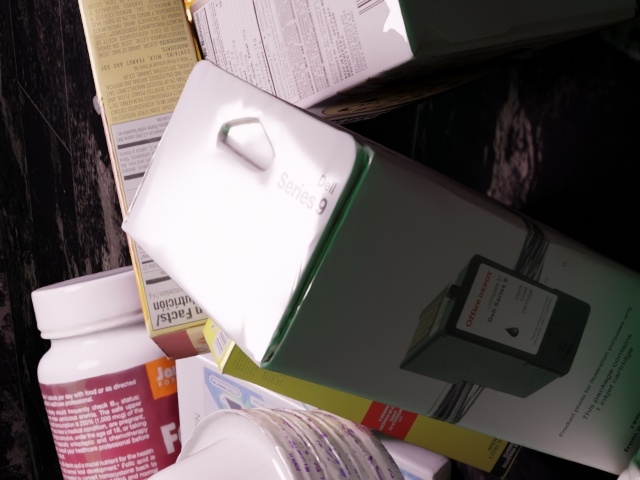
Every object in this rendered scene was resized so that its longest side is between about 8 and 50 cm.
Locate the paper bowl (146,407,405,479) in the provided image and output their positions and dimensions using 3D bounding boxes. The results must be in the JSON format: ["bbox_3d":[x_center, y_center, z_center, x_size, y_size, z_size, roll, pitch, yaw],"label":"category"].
[{"bbox_3d":[-0.054,0.259,0.730,0.284,0.148,0.284,-17,71,61],"label":"paper bowl"}]

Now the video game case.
[{"bbox_3d":[-0.019,0.282,1.089,0.329,0.036,0.300,21,124,33],"label":"video game case"}]

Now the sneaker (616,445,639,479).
[{"bbox_3d":[0.201,0.132,0.583,0.123,0.106,0.290,-2,104,26],"label":"sneaker"}]

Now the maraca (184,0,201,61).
[{"bbox_3d":[-0.104,-0.242,1.058,0.127,0.099,0.186,116,157,-58],"label":"maraca"}]

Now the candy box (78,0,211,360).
[{"bbox_3d":[-0.127,-0.068,0.878,0.183,0.087,0.316,105,151,-78],"label":"candy box"}]

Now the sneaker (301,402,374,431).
[{"bbox_3d":[0.000,0.000,0.943,0.319,0.127,0.208,56,151,17],"label":"sneaker"}]

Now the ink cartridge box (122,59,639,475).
[{"bbox_3d":[0.054,0.017,0.638,0.211,0.289,0.121,34,100,54],"label":"ink cartridge box"}]

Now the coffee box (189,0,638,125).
[{"bbox_3d":[0.044,-0.157,0.724,0.297,0.168,0.119,-11,94,65],"label":"coffee box"}]

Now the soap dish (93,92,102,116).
[{"bbox_3d":[-0.154,-0.112,1.190,0.291,0.118,0.229,67,153,14],"label":"soap dish"}]

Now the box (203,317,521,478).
[{"bbox_3d":[0.036,0.096,0.755,0.058,0.232,0.087,-63,22,7],"label":"box"}]

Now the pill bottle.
[{"bbox_3d":[-0.260,0.238,1.459,0.224,0.224,0.392,-4,100,63],"label":"pill bottle"}]
